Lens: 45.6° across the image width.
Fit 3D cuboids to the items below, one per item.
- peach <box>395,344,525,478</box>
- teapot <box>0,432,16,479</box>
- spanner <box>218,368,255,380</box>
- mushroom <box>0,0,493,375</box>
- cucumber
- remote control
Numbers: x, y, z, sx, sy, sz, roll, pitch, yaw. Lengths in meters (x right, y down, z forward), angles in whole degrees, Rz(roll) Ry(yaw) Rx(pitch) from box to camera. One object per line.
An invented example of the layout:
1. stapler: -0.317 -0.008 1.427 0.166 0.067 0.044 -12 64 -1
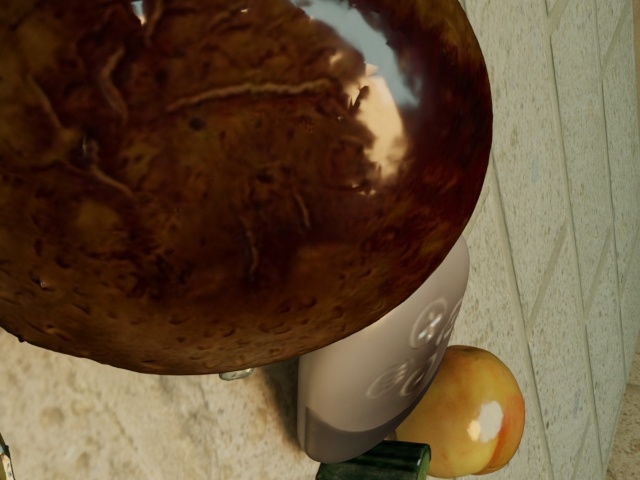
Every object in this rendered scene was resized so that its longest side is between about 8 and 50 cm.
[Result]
1. peach: 0.186 0.227 1.020 0.184 0.184 0.184 -13 105 -58
2. teapot: -0.229 0.126 0.292 0.269 0.173 0.183 28 29 -30
3. spanner: 0.000 0.000 0.692 0.071 0.017 0.302 44 80 -14
4. mushroom: -0.070 -0.060 0.428 0.239 0.345 0.345 -86 172 -76
5. cucumber: 0.066 0.265 0.886 0.116 0.115 0.062 -42 129 -61
6. remote control: 0.062 0.112 0.779 0.221 0.103 0.332 -37 153 -27
